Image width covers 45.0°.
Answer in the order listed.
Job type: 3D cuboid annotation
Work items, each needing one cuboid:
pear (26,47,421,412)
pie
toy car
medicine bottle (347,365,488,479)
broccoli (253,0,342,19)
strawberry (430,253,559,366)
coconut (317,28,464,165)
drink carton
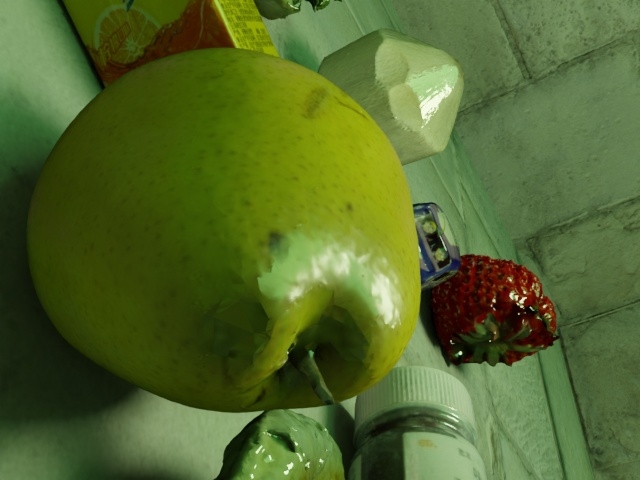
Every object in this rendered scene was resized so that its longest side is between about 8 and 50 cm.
[{"bbox_3d":[-0.070,0.008,0.560,0.285,0.285,0.336,59,22,-23],"label":"pear"},{"bbox_3d":[-0.034,0.270,0.568,0.306,0.071,0.306,0,90,-70],"label":"pie"},{"bbox_3d":[0.133,0.014,1.244,0.172,0.158,0.235,69,19,5],"label":"toy car"},{"bbox_3d":[0.113,0.291,0.886,0.165,0.165,0.273,55,24,-31],"label":"medicine bottle"},{"bbox_3d":[-0.028,-0.497,1.273,0.321,0.304,0.283,41,63,-47],"label":"broccoli"},{"bbox_3d":[0.335,0.125,1.553,0.261,0.261,0.258,47,35,-44],"label":"strawberry"},{"bbox_3d":[0.123,-0.244,1.340,0.237,0.266,0.237,41,42,-49],"label":"coconut"},{"bbox_3d":[-0.176,-0.278,0.765,0.351,0.154,0.111,65,20,-7],"label":"drink carton"}]
